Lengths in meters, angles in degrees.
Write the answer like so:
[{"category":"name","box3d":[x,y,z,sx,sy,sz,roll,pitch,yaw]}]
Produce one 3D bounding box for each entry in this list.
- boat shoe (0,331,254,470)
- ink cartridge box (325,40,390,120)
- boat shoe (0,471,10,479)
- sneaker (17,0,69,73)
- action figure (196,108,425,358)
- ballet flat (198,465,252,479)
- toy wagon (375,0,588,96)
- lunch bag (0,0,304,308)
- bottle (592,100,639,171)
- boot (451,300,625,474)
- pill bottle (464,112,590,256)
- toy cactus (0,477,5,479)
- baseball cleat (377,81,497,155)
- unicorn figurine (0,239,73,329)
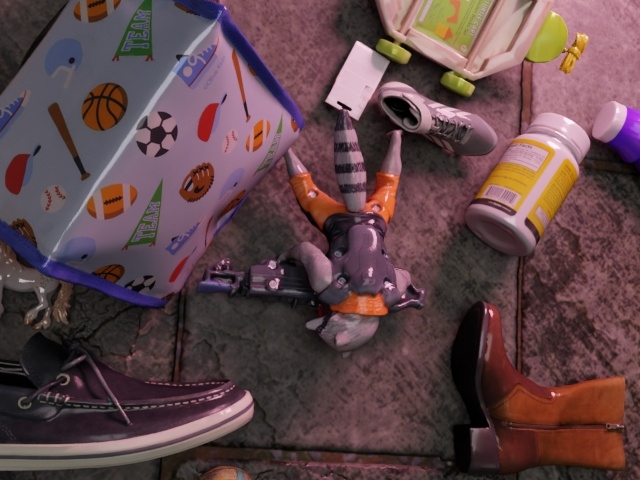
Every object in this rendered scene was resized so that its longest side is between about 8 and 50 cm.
[{"category":"boat shoe","box3d":[-0.333,0.195,1.002,0.500,0.187,0.156,1,88,-8]},{"category":"ink cartridge box","box3d":[0.055,-0.246,1.238,0.063,0.029,0.115,29,77,-9]},{"category":"boat shoe","box3d":[-0.428,0.390,1.004,0.076,0.080,0.228,-10,84,-7]},{"category":"sneaker","box3d":[-0.259,-0.326,1.083,0.185,0.202,0.483,31,76,-7]},{"category":"action figure","box3d":[0.000,0.000,1.118,0.341,0.178,0.330,-3,73,-16]},{"category":"ballet flat","box3d":[-0.166,0.471,1.035,0.123,0.123,0.348,20,78,-10]},{"category":"toy wagon","box3d":[0.255,-0.364,1.246,0.344,0.068,0.267,25,100,-11]},{"category":"lunch bag","box3d":[-0.202,-0.101,0.966,0.239,0.385,0.328,36,89,23]},{"category":"bottle","box3d":[0.591,-0.145,1.322,0.283,0.092,0.118,22,77,-10]},{"category":"boot","box3d":[0.348,0.224,1.207,0.280,0.096,0.264,1,81,-14]},{"category":"pill bottle","box3d":[0.326,-0.089,1.235,0.119,0.119,0.208,38,75,-6]},{"category":"toy cactus","box3d":[-0.450,0.316,0.875,0.219,0.180,0.112,-11,56,-33]},{"category":"baseball cleat","box3d":[0.178,-0.174,1.218,0.206,0.109,0.072,22,115,-3]},{"category":"unicorn figurine","box3d":[-0.414,0.055,1.070,0.162,0.060,0.111,19,77,-27]}]
